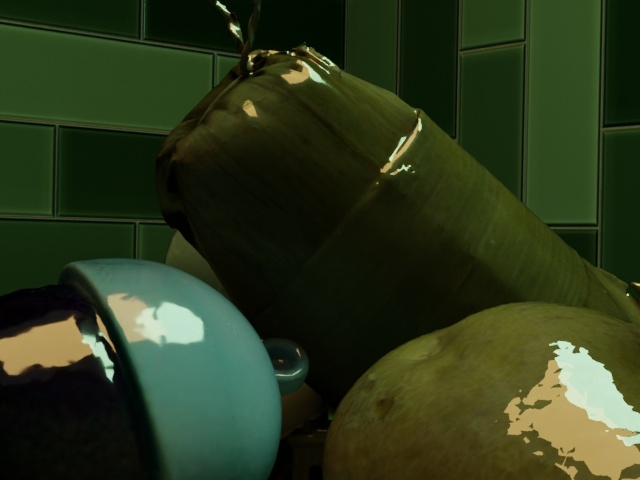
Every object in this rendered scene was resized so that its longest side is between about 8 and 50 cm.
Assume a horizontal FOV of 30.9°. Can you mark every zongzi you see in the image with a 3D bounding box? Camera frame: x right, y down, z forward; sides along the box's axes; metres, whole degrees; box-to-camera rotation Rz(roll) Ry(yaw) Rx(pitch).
[{"bbox_3d":[0.000,0.000,0.813,0.447,0.181,0.418,42,-12,-10],"label":"zongzi"}]

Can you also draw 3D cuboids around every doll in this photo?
[{"bbox_3d":[-0.147,0.099,0.598,0.314,0.141,0.177,-13,50,-23],"label":"doll"}]

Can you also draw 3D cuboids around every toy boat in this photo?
[{"bbox_3d":[0.001,0.143,0.698,0.064,0.072,0.206,3,1,4],"label":"toy boat"}]

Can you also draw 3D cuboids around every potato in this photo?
[{"bbox_3d":[0.099,0.108,0.448,0.177,0.160,0.235,-23,18,-8],"label":"potato"}]

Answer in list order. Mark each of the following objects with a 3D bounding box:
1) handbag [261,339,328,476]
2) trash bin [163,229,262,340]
[{"bbox_3d":[-0.154,0.151,0.791,0.241,0.109,0.315,0,12,34],"label":"handbag"},{"bbox_3d":[0.031,0.049,1.355,0.280,0.280,0.432,1,-4,-40],"label":"trash bin"}]
